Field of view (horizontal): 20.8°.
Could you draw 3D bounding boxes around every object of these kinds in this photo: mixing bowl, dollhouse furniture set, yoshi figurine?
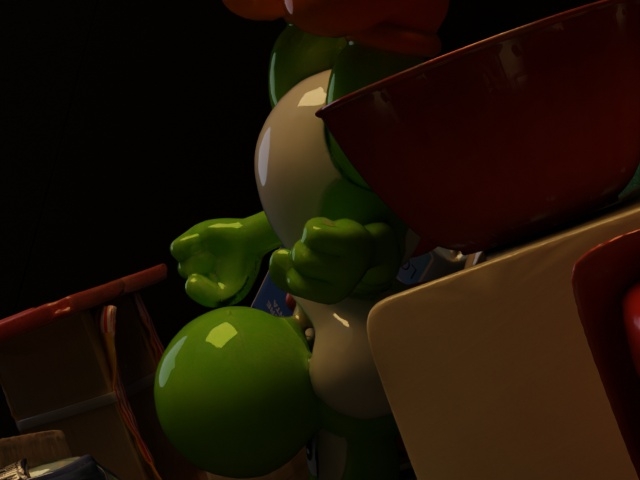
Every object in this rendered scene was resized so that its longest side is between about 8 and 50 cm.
[{"bbox_3d":[0.098,-0.052,0.908,0.181,0.098,0.181,-20,1,1],"label":"mixing bowl"},{"bbox_3d":[-0.058,0.101,1.306,0.374,0.201,0.152,-19,0,25],"label":"dollhouse furniture set"},{"bbox_3d":[-0.022,0.004,1.085,0.203,0.362,0.203,6,15,23],"label":"yoshi figurine"}]

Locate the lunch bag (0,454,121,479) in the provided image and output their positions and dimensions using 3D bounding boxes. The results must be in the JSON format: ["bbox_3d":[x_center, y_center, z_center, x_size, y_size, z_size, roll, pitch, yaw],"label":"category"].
[{"bbox_3d":[-0.165,0.184,0.885,0.176,0.090,0.219,-24,-15,1],"label":"lunch bag"}]

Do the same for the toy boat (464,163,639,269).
[{"bbox_3d":[0.223,-0.037,1.133,0.268,0.318,0.148,-11,29,-7],"label":"toy boat"}]

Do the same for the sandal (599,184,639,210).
[{"bbox_3d":[0.285,-0.012,0.982,0.107,0.167,0.446,-3,-19,-46],"label":"sandal"}]

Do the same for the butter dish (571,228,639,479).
[{"bbox_3d":[0.199,0.066,0.697,0.160,0.160,0.118,-19,25,9],"label":"butter dish"}]

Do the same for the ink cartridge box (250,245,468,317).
[{"bbox_3d":[0.107,0.019,1.435,0.270,0.151,0.395,-21,-20,-28],"label":"ink cartridge box"}]

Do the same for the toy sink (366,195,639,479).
[{"bbox_3d":[0.156,0.060,0.871,0.234,0.152,0.131,-21,1,5],"label":"toy sink"}]

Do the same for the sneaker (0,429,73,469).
[{"bbox_3d":[-0.212,0.196,1.083,0.108,0.121,0.302,-28,-7,15],"label":"sneaker"}]
